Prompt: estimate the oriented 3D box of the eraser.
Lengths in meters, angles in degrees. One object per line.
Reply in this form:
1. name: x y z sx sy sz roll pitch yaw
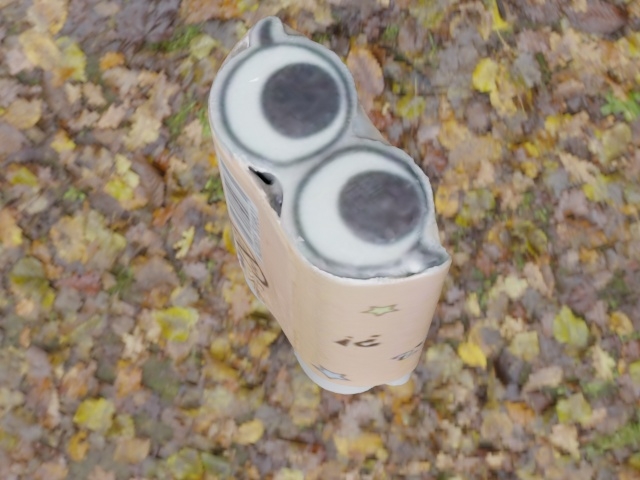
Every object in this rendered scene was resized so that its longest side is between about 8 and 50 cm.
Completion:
1. eraser: 0.000 0.000 0.755 0.087 0.290 0.171 -30 74 -10
